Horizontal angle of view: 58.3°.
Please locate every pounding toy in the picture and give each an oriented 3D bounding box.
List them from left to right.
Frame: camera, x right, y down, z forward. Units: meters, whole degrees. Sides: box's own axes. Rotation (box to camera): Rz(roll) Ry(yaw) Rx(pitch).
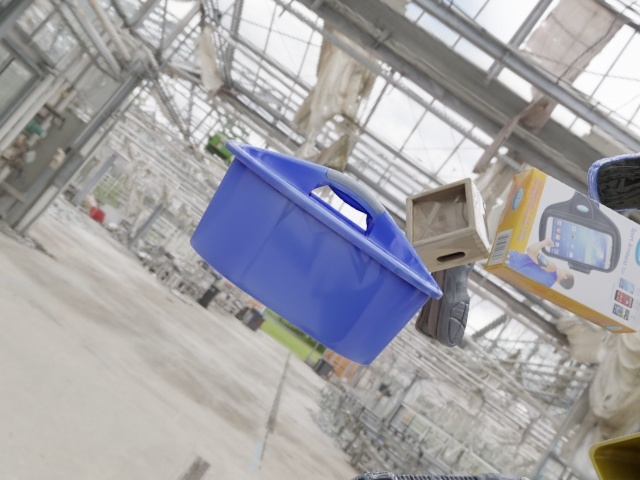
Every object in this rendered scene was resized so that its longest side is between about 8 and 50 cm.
[{"bbox_3d":[0.193,-0.018,0.918,0.141,0.130,0.100,-17,-45,27],"label":"pounding toy"}]

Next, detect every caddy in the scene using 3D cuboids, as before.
[{"bbox_3d":[0.000,0.000,0.750,0.341,0.179,0.241,35,5,-7],"label":"caddy"}]

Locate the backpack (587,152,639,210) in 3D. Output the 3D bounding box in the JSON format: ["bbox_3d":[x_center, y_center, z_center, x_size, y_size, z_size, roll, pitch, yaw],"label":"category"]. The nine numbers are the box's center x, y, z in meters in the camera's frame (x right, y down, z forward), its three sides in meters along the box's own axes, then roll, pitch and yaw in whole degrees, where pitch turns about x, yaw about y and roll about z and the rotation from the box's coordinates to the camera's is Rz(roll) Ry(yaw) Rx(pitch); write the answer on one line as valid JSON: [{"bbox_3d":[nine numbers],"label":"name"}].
[{"bbox_3d":[0.518,-0.097,0.972,0.101,0.120,0.098,-43,122,-81],"label":"backpack"}]

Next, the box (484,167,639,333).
[{"bbox_3d":[0.196,0.012,0.429,0.136,0.081,0.028,24,-16,-9],"label":"box"}]

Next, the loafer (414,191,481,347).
[{"bbox_3d":[0.238,0.049,1.103,0.095,0.303,0.109,12,6,42],"label":"loafer"}]

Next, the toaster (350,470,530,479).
[{"bbox_3d":[0.086,0.266,0.421,0.226,0.147,0.129,9,14,-21],"label":"toaster"}]

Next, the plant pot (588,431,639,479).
[{"bbox_3d":[0.486,0.319,0.673,0.187,0.212,0.212,18,50,-46],"label":"plant pot"}]
